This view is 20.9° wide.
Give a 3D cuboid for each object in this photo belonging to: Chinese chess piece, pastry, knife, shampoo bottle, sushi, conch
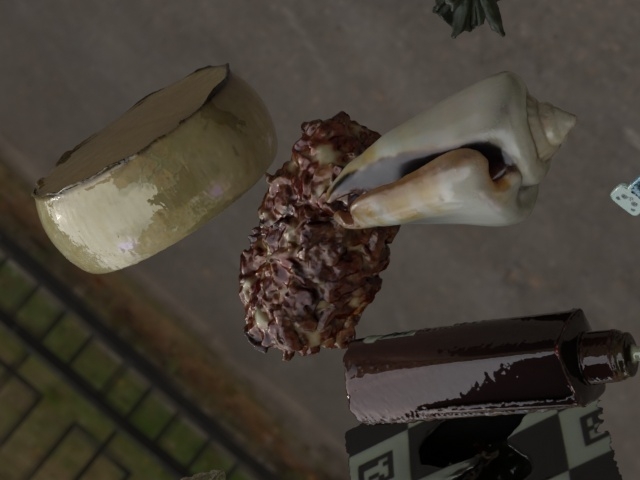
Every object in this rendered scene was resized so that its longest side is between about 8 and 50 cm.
[{"bbox_3d":[-0.166,-0.073,1.751,0.104,0.257,0.257,58,154,-16],"label":"Chinese chess piece"},{"bbox_3d":[0.002,0.000,1.453,0.115,0.208,0.097,9,-153,-30],"label":"pastry"},{"bbox_3d":[0.233,-0.044,1.206,0.027,0.010,0.096,37,146,-1],"label":"knife"},{"bbox_3d":[0.131,0.084,1.147,0.236,0.068,0.067,-8,110,31],"label":"shampoo bottle"},{"bbox_3d":[0.185,0.276,1.758,0.100,0.296,0.373,52,-163,-29],"label":"sushi"},{"bbox_3d":[0.079,-0.052,1.109,0.176,0.104,0.094,-5,144,14],"label":"conch"}]

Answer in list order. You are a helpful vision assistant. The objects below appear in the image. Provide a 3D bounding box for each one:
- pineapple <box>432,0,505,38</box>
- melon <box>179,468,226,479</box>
[{"bbox_3d":[0.141,-0.317,1.648,0.128,0.128,0.248,22,139,37],"label":"pineapple"},{"bbox_3d":[-0.136,0.208,1.174,0.098,0.182,0.054,-5,101,22],"label":"melon"}]
